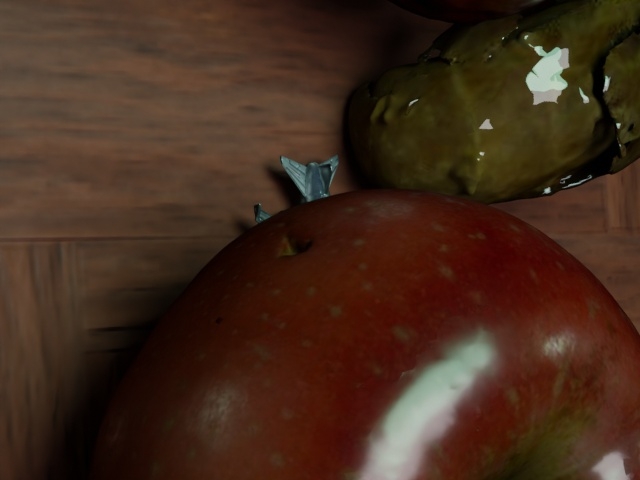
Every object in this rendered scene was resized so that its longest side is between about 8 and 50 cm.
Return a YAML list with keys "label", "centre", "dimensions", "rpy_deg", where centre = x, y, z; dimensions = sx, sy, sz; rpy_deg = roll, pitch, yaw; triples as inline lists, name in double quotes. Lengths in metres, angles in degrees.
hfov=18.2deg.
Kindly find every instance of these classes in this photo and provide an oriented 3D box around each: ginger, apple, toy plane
- label: "ginger"
  centre: [0.148, -0.108, 1.039]
  dimensions: [0.309, 0.133, 0.107]
  rpy_deg: [-37, 138, -36]
- label: "apple"
  centre: [0.025, 0.107, 0.847]
  dimensions: [0.260, 0.216, 0.260]
  rpy_deg: [-2, 93, -39]
- label: "toy plane"
  centre: [0.000, 0.000, 0.961]
  dimensions: [0.078, 0.031, 0.083]
  rpy_deg: [-3, 87, -40]

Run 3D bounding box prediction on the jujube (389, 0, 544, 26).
- label: "jujube"
  centre: [0.022, -0.249, 0.897]
  dimensions: [0.318, 0.223, 0.223]
  rpy_deg: [54, 56, -28]
